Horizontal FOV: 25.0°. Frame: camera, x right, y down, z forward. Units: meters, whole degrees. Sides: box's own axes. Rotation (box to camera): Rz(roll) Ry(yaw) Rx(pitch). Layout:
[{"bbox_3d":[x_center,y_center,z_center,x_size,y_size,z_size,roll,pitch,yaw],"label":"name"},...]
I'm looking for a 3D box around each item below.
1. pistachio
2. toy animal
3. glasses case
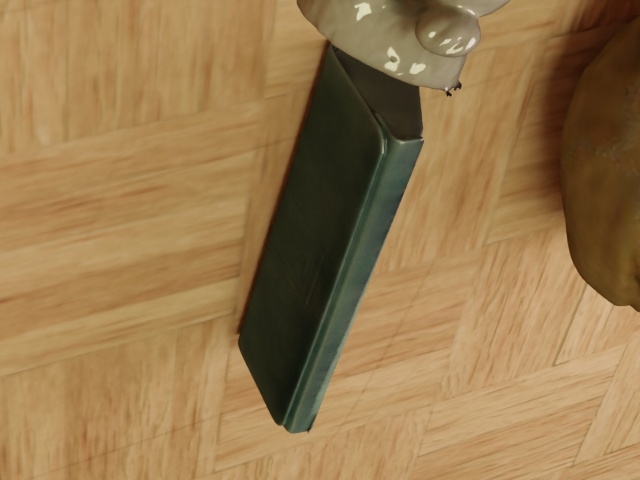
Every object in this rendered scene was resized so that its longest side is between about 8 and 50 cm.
[{"bbox_3d":[0.244,-0.047,0.957,0.181,0.162,0.293,-56,151,-27],"label":"pistachio"},{"bbox_3d":[0.084,-0.179,0.711,0.220,0.104,0.131,-53,168,27],"label":"toy animal"},{"bbox_3d":[0.000,0.000,0.906,0.056,0.105,0.266,10,133,-9],"label":"glasses case"}]
